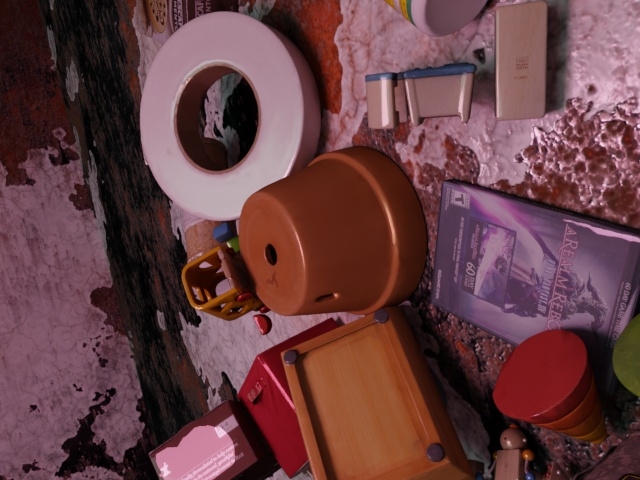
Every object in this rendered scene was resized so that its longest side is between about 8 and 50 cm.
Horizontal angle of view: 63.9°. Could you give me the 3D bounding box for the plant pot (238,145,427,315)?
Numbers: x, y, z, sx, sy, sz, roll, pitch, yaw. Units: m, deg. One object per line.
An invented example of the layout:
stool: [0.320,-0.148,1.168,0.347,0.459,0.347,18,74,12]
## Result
plant pot: [0.000,0.000,0.848,0.291,0.203,0.291,24,121,48]

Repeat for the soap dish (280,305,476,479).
soap dish: [0.068,0.258,0.787,0.118,0.229,0.291,58,-170,-55]

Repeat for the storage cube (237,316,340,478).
storage cube: [-0.019,0.302,0.990,0.193,0.215,0.184,50,139,22]

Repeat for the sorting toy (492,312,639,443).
sorting toy: [0.354,0.141,0.497,0.126,0.127,0.365,45,138,-11]

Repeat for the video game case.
video game case: [0.259,0.046,0.658,0.274,0.026,0.196,27,124,48]

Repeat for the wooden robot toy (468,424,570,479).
wooden robot toy: [0.274,0.303,0.723,0.173,0.076,0.079,-37,37,54]

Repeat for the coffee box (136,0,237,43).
coffee box: [-0.307,-0.527,1.147,0.297,0.119,0.168,37,130,42]

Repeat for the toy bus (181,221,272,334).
toy bus: [-0.163,0.091,0.921,0.202,0.104,0.191,60,-174,-20]

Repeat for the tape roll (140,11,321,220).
tape roll: [-0.184,-0.230,0.987,0.392,0.072,0.392,4,98,28]

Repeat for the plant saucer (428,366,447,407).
plant saucer: [0.163,0.261,0.879,0.119,0.021,0.119,26,124,48]

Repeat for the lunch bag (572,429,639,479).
lunch bag: [0.348,0.312,0.448,0.287,0.235,0.169,37,136,41]

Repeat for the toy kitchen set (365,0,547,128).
toy kitchen set: [0.167,-0.216,0.654,0.207,0.166,0.122,0,107,17]

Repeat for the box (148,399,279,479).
box: [-0.180,0.464,1.129,0.143,0.191,0.381,55,-179,25]

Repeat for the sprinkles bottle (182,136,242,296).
sprinkles bottle: [-0.246,-0.057,1.136,0.121,0.121,0.355,-50,45,50]

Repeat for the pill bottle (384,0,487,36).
pill bottle: [0.107,-0.353,0.632,0.208,0.117,0.118,55,141,30]
